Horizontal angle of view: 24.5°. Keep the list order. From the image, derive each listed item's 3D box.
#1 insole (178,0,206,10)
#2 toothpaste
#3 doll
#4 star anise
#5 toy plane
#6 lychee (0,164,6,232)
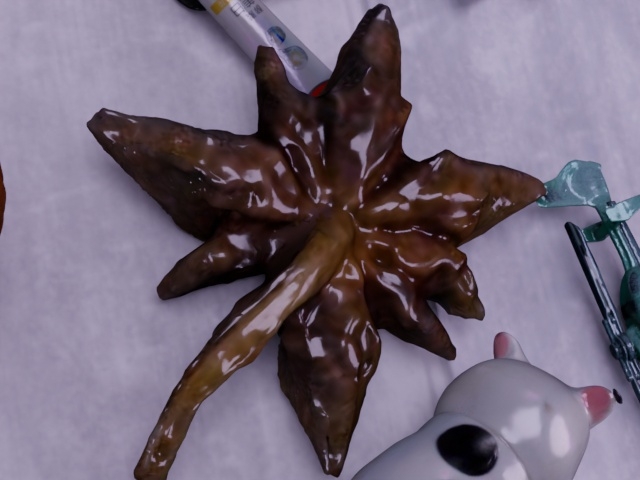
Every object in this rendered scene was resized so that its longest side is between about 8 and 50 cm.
[{"bbox_3d":[0.033,-0.246,1.107,0.322,0.007,0.109,-21,68,-8],"label":"insole"},{"bbox_3d":[-0.043,-0.148,1.061,0.190,0.031,0.048,47,73,-5],"label":"toothpaste"},{"bbox_3d":[0.097,0.151,0.947,0.110,0.107,0.181,35,57,25],"label":"doll"},{"bbox_3d":[-0.001,-0.001,0.983,0.350,0.109,0.292,-21,70,-19],"label":"star anise"},{"bbox_3d":[0.237,0.044,1.051,0.096,0.060,0.235,-24,80,-7],"label":"toy plane"},{"bbox_3d":[-0.308,-0.030,0.853,0.255,0.255,0.300,5,58,-11],"label":"lychee"}]
